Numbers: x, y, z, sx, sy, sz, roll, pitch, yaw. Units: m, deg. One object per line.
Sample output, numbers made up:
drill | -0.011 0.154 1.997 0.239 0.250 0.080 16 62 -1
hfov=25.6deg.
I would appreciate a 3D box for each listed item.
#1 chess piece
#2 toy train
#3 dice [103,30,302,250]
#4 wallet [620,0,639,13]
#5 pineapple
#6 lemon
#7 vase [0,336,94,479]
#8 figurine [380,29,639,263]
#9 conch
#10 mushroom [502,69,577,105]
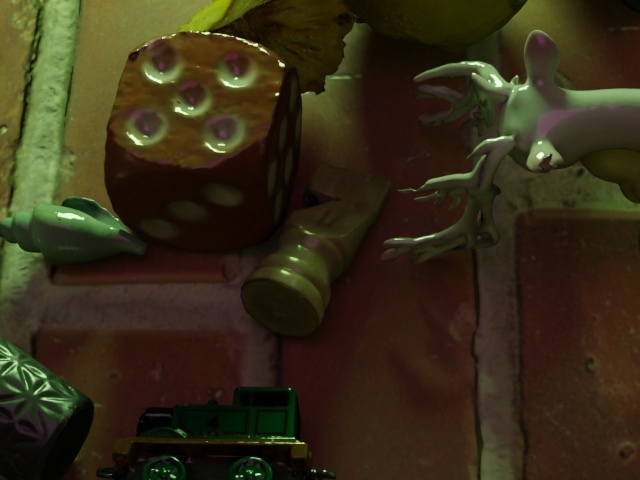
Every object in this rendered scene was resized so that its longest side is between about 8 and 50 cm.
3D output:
chess piece | 0.000 0.000 1.456 0.090 0.090 0.200 20 53 15
toy train | -0.096 0.205 1.339 0.228 0.091 0.136 1 51 7
dice | -0.116 -0.100 1.460 0.179 0.174 0.175 5 60 6
wallet | 0.284 -0.363 1.585 0.052 0.169 0.245 -40 62 21
pineapple | -0.045 -0.239 1.556 0.250 0.140 0.164 -28 32 22
lemon | 0.115 -0.332 1.540 0.288 0.233 0.233 32 68 22
vase | -0.379 0.143 1.374 0.301 0.156 0.251 26 82 12
figurine | 0.228 -0.061 1.390 0.316 0.284 0.206 28 60 -12
conch | -0.269 -0.008 1.492 0.180 0.088 0.065 7 105 0
mushroom | 0.238 -0.148 1.516 0.084 0.067 0.083 -2 71 6
